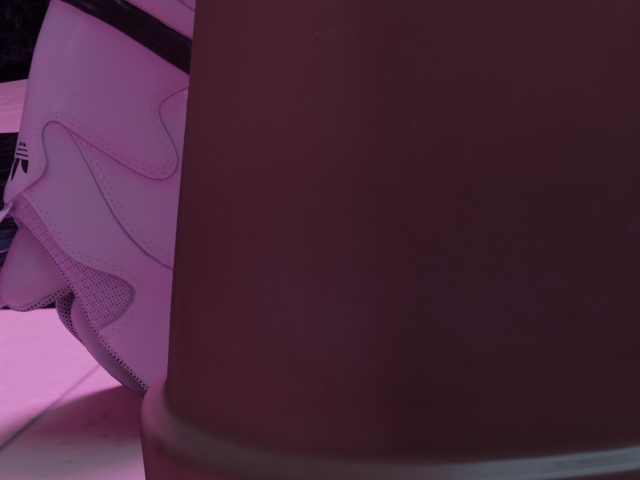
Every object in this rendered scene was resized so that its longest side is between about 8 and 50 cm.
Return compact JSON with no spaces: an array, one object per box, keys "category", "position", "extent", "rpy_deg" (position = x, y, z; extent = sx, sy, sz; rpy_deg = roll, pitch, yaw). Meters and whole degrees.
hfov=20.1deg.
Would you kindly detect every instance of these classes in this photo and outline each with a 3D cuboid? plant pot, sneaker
[{"category":"plant pot","position":[0.075,-0.038,0.654],"extent":[0.323,0.280,0.323],"rpy_deg":[-9,11,2]},{"category":"sneaker","position":[0.000,0.000,0.911],"extent":[0.366,0.210,0.137],"rpy_deg":[24,-1,-22]}]
